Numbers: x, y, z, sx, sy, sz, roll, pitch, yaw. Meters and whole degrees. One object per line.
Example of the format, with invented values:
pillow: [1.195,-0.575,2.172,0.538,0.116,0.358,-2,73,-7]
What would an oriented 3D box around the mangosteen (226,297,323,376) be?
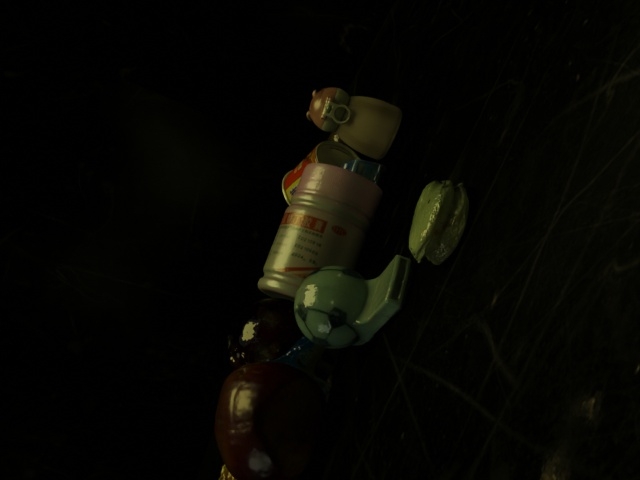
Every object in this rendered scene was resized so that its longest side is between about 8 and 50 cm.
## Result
mangosteen: [-0.078,0.229,1.826,0.289,0.231,0.231,-25,-30,-49]

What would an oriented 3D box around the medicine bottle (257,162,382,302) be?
medicine bottle: [0.000,0.000,1.871,0.202,0.202,0.316,143,149,-76]

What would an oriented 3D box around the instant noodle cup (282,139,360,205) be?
instant noodle cup: [0.018,-0.178,2.361,0.174,0.213,0.213,-50,17,42]

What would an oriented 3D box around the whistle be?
whistle: [0.038,0.105,1.442,0.290,0.163,0.163,123,168,-57]

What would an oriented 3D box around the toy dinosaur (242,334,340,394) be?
toy dinosaur: [-0.040,0.201,1.614,0.248,0.188,0.075,-65,13,3]

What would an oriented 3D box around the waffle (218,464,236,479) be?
waffle: [-0.207,0.584,2.152,0.302,0.068,0.325,-116,50,-80]

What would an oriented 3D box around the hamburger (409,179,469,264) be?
hamburger: [0.175,-0.030,1.219,0.140,0.062,0.133,-90,22,-67]

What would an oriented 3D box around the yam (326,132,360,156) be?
yam: [0.058,-0.263,2.590,0.131,0.131,0.280,-174,107,-83]

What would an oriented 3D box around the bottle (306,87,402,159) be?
bottle: [0.080,-0.319,2.115,0.147,0.236,0.148,-158,90,-84]

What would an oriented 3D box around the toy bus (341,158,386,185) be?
toy bus: [0.103,-0.166,2.051,0.236,0.094,0.079,-153,85,-83]

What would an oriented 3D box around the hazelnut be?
hazelnut: [-0.102,0.345,1.508,0.229,0.229,0.229,-157,90,-83]
